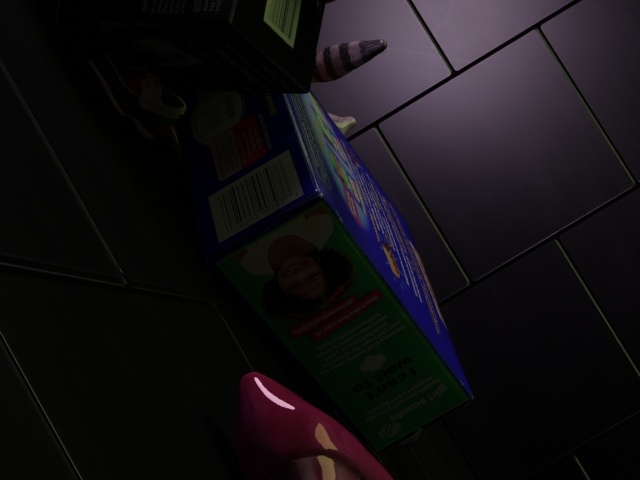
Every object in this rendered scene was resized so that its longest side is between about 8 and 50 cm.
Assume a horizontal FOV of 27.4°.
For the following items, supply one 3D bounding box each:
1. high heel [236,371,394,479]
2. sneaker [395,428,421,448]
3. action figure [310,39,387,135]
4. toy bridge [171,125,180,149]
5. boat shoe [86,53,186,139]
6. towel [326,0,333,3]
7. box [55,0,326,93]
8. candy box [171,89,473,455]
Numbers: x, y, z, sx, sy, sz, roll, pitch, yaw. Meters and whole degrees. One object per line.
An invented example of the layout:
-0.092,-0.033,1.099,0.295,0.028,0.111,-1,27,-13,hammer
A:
0.023,0.162,0.784,0.244,0.082,0.117,37,23,-54,high heel
0.073,0.172,1.608,0.209,0.069,0.082,61,0,36,sneaker
-0.037,-0.154,1.723,0.341,0.178,0.330,63,-23,-3,action figure
-0.111,-0.065,1.289,0.188,0.026,0.063,61,4,10,toy bridge
-0.149,-0.122,1.070,0.049,0.043,0.137,60,4,20,boat shoe
-0.095,-0.246,1.076,0.274,0.031,0.199,15,-12,-32,towel
-0.100,-0.187,1.058,0.156,0.158,0.093,33,65,-64,box
0.000,0.000,1.223,0.317,0.122,0.268,50,14,-40,candy box
